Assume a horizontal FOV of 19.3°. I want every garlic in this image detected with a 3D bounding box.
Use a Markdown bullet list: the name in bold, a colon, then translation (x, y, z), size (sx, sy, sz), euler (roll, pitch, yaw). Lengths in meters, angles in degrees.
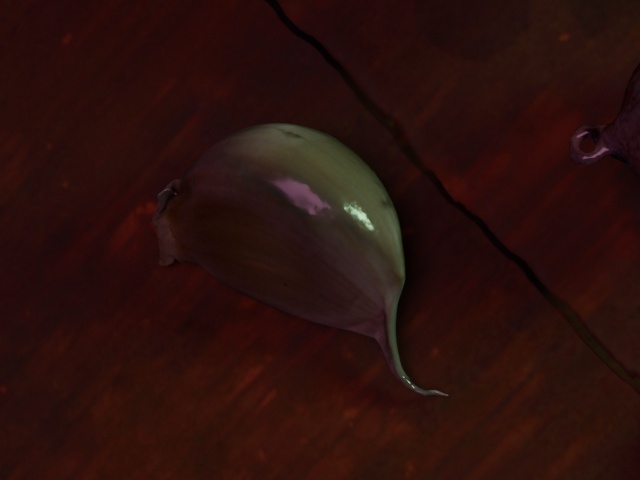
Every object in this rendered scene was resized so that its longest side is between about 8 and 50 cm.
- **garlic**: translation (0.003, 0.001, 1.427), size (0.266, 0.148, 0.128), euler (34, 63, 23)

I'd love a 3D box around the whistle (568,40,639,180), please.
- **whistle**: translation (0.341, -0.092, 1.284), size (0.346, 0.134, 0.142), euler (-10, 47, 13)
